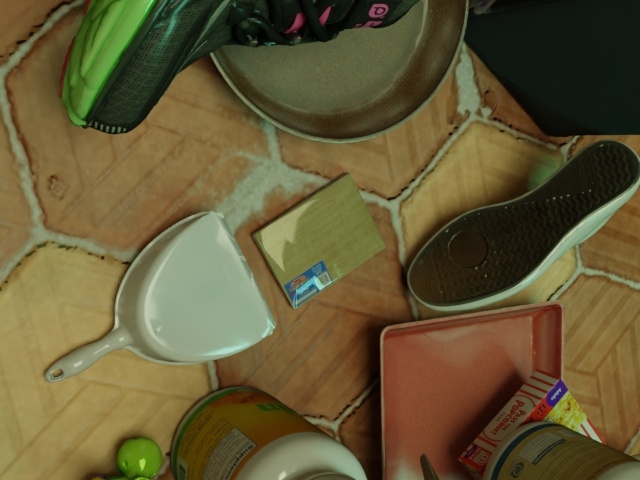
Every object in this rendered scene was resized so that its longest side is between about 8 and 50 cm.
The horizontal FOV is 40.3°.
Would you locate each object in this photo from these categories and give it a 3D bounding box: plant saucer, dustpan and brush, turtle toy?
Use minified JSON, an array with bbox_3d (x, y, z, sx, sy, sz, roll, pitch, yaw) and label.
[{"bbox_3d":[0.172,0.206,1.024,0.259,0.048,0.259,-6,100,-26],"label":"plant saucer"},{"bbox_3d":[-0.164,0.079,0.838,0.211,0.060,0.147,-33,109,-27],"label":"dustpan and brush"},{"bbox_3d":[0.011,-0.254,0.880,0.311,0.050,0.310,-3,97,-27],"label":"plant saucer"},{"bbox_3d":[-0.190,0.252,0.834,0.095,0.066,0.130,30,82,-27],"label":"turtle toy"}]

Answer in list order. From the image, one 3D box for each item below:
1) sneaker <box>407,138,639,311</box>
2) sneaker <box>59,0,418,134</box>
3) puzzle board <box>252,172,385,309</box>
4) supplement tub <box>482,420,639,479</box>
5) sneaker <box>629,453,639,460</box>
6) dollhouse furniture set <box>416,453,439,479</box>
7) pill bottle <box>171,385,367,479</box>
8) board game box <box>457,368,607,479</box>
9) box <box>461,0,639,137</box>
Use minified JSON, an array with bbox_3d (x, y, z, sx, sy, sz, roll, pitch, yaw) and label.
[{"bbox_3d":[0.235,0.002,1.002,0.290,0.123,0.106,-29,72,-1],"label":"sneaker"},{"bbox_3d":[-0.014,-0.244,0.740,0.483,0.185,0.202,-43,109,-14],"label":"sneaker"},{"bbox_3d":[0.000,0.000,0.929,0.128,0.011,0.096,-34,112,-19],"label":"puzzle board"},{"bbox_3d":[0.276,0.281,0.895,0.144,0.200,0.144,-4,98,-25],"label":"supplement tub"},{"bbox_3d":[0.350,0.405,1.076,0.305,0.114,0.152,-59,153,-9],"label":"sneaker"},{"bbox_3d":[0.047,0.375,0.927,0.262,0.135,0.259,-28,109,3],"label":"dollhouse furniture set"},{"bbox_3d":[-0.039,0.231,0.807,0.136,0.246,0.136,-4,99,-27],"label":"pill bottle"},{"bbox_3d":[0.269,0.272,1.029,0.147,0.045,0.193,-45,114,-14],"label":"board game box"},{"bbox_3d":[0.384,-0.322,0.923,0.212,0.293,0.395,41,78,-25],"label":"box"}]
